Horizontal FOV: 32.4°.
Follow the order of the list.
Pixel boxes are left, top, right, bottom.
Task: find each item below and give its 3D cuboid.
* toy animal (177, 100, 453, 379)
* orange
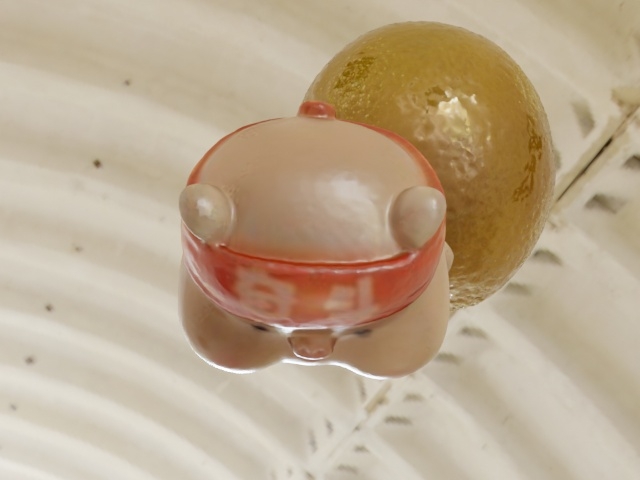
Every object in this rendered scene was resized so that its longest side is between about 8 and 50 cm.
[{"bbox_3d":[0.000,0.000,0.645,0.171,0.198,0.171,0,-85,4],"label":"toy animal"},{"bbox_3d":[0.079,-0.058,0.878,0.236,0.236,0.236,22,-46,25],"label":"orange"}]
